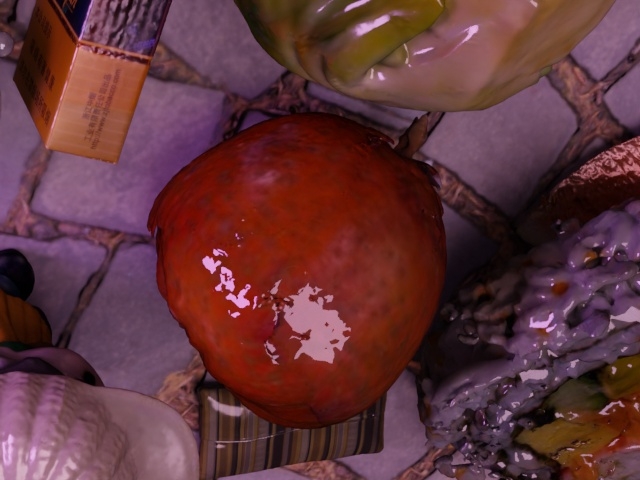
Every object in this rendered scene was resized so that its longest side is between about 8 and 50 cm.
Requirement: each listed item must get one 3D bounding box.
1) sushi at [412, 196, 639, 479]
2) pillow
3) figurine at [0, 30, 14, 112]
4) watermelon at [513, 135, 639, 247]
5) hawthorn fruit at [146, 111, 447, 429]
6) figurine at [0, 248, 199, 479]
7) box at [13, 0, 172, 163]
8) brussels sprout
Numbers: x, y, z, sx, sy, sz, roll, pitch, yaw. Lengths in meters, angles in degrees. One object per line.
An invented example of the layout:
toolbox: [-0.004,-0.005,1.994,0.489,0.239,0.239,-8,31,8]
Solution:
sushi: [0.280,0.119,1.493,0.417,0.176,0.417,-10,138,-9]
pillow: [-0.026,0.182,1.525,0.203,0.038,0.113,-7,118,-19]
figurine: [-0.373,-0.077,1.208,0.194,0.133,0.274,40,107,-16]
watermelon: [0.314,-0.048,1.530,0.245,0.063,0.119,-32,115,4]
hawthorn fruit: [0.000,0.000,1.324,0.307,0.276,0.276,-48,124,-10]
figurine: [-0.256,0.146,1.238,0.204,0.332,0.185,-29,126,-23]
box: [-0.170,-0.200,1.201,0.070,0.152,0.237,10,113,-26]
brussels sprout: [0.062,-0.247,1.164,0.268,0.344,0.344,-33,126,-30]
